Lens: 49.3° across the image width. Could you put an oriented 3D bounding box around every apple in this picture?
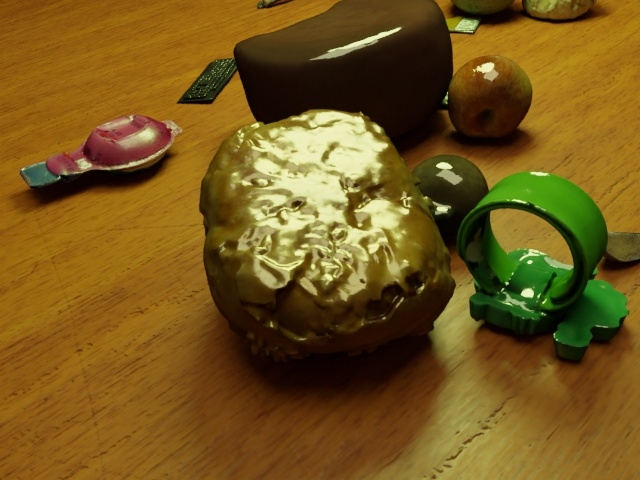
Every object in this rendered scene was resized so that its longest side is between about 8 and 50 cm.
[{"bbox_3d":[0.252,-0.212,1.037,0.126,0.126,0.102,2,42,10],"label":"apple"}]

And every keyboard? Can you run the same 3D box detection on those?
[{"bbox_3d":[-0.210,-0.309,1.332,0.074,0.015,0.196,3,35,12],"label":"keyboard"}]

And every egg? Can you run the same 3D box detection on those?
[{"bbox_3d":[0.348,-0.577,1.503,0.177,0.177,0.228,-8,19,-3],"label":"egg"}]

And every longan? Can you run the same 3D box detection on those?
[{"bbox_3d":[0.150,-0.052,0.842,0.106,0.106,0.119,12,31,24],"label":"longan"}]

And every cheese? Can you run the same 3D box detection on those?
[{"bbox_3d":[-0.327,-0.133,1.057,0.244,0.062,0.155,-27,39,-26],"label":"cheese"}]

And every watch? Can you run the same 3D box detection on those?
[{"bbox_3d":[0.228,0.012,0.698,0.165,0.152,0.131,18,39,32],"label":"watch"}]

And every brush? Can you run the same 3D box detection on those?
[{"bbox_3d":[0.238,-0.468,1.501,0.205,0.011,0.083,10,39,22],"label":"brush"}]

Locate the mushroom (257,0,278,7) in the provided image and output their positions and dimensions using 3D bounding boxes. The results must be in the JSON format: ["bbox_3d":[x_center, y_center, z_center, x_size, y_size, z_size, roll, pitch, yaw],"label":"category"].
[{"bbox_3d":[-0.080,-0.625,1.730,0.187,0.061,0.060,-33,15,-27],"label":"mushroom"}]

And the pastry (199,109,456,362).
[{"bbox_3d":[0.000,0.000,0.736,0.255,0.162,0.311,2,44,-8],"label":"pastry"}]

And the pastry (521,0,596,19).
[{"bbox_3d":[0.510,-0.528,1.482,0.165,0.088,0.166,-4,36,3],"label":"pastry"}]

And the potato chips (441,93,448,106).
[{"bbox_3d":[0.231,-0.250,1.174,0.207,0.028,0.092,9,36,17],"label":"potato chips"}]

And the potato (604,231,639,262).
[{"bbox_3d":[0.341,0.008,0.794,0.093,0.036,0.037,2,-6,-21],"label":"potato"}]

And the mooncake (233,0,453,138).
[{"bbox_3d":[0.033,-0.260,1.086,0.333,0.174,0.326,0,36,25],"label":"mooncake"}]
